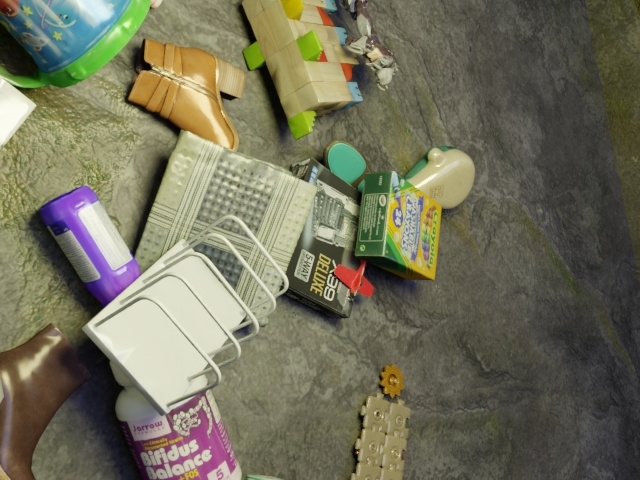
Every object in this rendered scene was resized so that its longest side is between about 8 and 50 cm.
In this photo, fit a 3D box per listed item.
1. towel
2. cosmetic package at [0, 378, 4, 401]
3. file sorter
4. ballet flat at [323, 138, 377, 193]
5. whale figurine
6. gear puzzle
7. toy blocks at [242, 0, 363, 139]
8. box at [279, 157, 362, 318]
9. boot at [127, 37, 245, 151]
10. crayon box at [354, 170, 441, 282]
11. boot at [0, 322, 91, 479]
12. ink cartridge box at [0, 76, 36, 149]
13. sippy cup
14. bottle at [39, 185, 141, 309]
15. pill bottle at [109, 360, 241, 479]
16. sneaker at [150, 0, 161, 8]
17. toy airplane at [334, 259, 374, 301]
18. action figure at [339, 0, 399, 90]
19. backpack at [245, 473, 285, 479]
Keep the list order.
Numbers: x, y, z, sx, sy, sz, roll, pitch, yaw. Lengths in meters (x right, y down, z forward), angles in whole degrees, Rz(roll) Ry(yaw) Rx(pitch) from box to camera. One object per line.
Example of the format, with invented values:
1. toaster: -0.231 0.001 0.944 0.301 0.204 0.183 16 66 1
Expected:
1. towel: -0.189 -0.020 1.262 0.312 0.056 0.324 22 89 -24
2. cosmetic package: -0.561 0.197 0.829 0.224 0.225 0.138 -11 94 -20
3. file sorter: -0.203 0.110 1.063 0.192 0.173 0.277 53 35 -12
4. ballet flat: 0.085 -0.167 1.577 0.095 0.096 0.280 -41 130 8
5. whale figurine: 0.289 -0.166 1.740 0.272 0.141 0.216 -19 130 -20
6. gear puzzle: 0.148 0.473 1.581 0.176 0.044 0.338 26 65 -35
7. toy blocks: -0.017 -0.439 1.483 0.261 0.191 0.381 -19 87 -54
8. box: 0.000 0.000 1.484 0.243 0.077 0.307 32 64 -35
9. boot: -0.274 -0.252 1.266 0.220 0.109 0.283 12 88 -32
10. crayon box: 0.211 -0.022 1.561 0.323 0.083 0.202 24 69 -53
11. boot: -0.460 0.286 1.033 0.207 0.090 0.248 -36 104 -36
12. ink cartridge box: -0.548 -0.151 0.982 0.082 0.140 0.190 42 59 -28
13. sippy cup: -0.437 -0.409 1.023 0.224 0.240 0.305 47 58 -42
14. bottle: -0.380 0.043 1.118 0.092 0.118 0.282 -37 108 -31
15. pill bottle: -0.267 0.330 1.145 0.169 0.169 0.301 -27 102 -40
16. sneaker: -0.341 -0.544 1.276 0.070 0.051 0.134 26 72 -42
17. toy airplane: 0.094 0.074 1.489 0.151 0.028 0.151 4 84 -48
18. action figure: 0.111 -0.492 1.511 0.185 0.099 0.284 -13 85 -76
19. backpack: -0.109 0.544 1.256 0.188 0.166 0.144 25 67 -40
